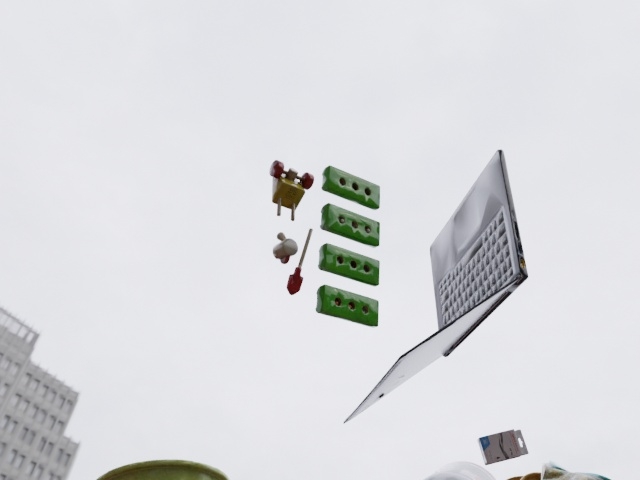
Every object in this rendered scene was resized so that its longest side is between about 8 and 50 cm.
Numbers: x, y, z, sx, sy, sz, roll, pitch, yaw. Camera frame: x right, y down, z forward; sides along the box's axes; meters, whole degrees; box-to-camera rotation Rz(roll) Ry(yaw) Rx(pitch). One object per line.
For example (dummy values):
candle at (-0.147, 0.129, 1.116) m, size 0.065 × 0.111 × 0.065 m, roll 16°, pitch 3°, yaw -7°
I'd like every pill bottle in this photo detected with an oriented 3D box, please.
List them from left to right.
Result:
pill bottle at (0.324, 0.658, 1.750) m, size 0.210 × 0.210 × 0.363 m, roll -15°, pitch -15°, yaw 17°

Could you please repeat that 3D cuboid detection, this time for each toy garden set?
toy garden set at (0.000, 0.000, 1.126) m, size 0.203 × 0.244 × 0.049 m, roll 19°, pitch -28°, yaw -32°

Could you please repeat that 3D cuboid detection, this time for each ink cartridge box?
ink cartridge box at (0.331, 0.371, 1.306) m, size 0.083 × 0.048 × 0.028 m, roll -14°, pitch -24°, yaw -2°

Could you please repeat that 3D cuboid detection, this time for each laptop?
laptop at (0.188, 0.093, 1.339) m, size 0.236 × 0.408 × 0.382 m, roll 5°, pitch -29°, yaw -11°

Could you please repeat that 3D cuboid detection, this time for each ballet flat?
ballet flat at (0.513, 0.525, 1.478) m, size 0.123 × 0.123 × 0.348 m, roll 6°, pitch -12°, yaw 1°

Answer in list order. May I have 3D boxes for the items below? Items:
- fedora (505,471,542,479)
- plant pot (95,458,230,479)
fedora at (0.520, 0.605, 1.703) m, size 0.194 × 0.194 × 0.079 m, roll 7°, pitch -59°, yaw 0°
plant pot at (-0.302, 0.591, 1.365) m, size 0.276 × 0.254 × 0.276 m, roll -5°, pitch -42°, yaw -5°
